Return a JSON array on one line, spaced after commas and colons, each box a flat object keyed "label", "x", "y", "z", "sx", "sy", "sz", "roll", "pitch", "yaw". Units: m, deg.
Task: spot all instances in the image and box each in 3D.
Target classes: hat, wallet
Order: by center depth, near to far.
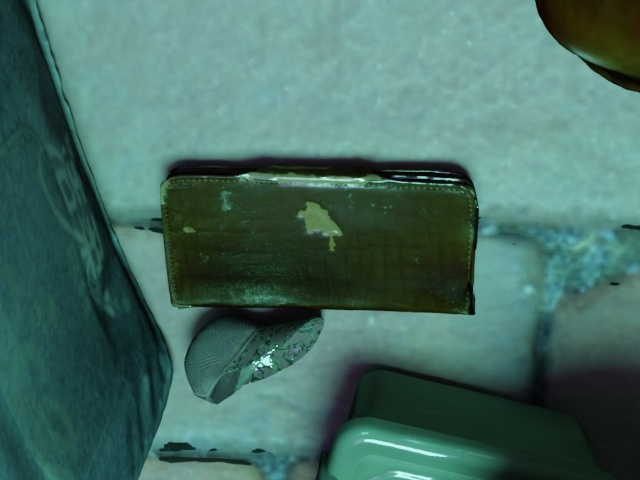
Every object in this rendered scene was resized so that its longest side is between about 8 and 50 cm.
[{"label": "wallet", "x": 0.000, "y": 0.000, "z": 0.668, "sx": 0.176, "sy": 0.026, "sz": 0.095, "roll": 1, "pitch": 123, "yaw": 6}, {"label": "hat", "x": -0.042, "y": 0.058, "z": 0.694, "sx": 0.087, "sy": 0.058, "sz": 0.042, "roll": -34, "pitch": 74, "yaw": 5}]

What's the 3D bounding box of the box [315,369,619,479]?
[{"label": "box", "x": 0.080, "y": 0.148, "z": 0.698, "sx": 0.172, "sy": 0.093, "sz": 0.124, "roll": 15, "pitch": 116, "yaw": -3}]

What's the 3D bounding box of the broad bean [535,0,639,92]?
[{"label": "broad bean", "x": 0.200, "y": -0.157, "z": 0.520, "sx": 0.228, "sy": 0.156, "sz": 0.122, "roll": -42, "pitch": 148, "yaw": 14}]

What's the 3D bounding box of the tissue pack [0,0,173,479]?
[{"label": "tissue pack", "x": -0.192, "y": 0.068, "z": 0.512, "sx": 0.124, "sy": 0.394, "sz": 0.288, "roll": -8, "pitch": 117, "yaw": 11}]
